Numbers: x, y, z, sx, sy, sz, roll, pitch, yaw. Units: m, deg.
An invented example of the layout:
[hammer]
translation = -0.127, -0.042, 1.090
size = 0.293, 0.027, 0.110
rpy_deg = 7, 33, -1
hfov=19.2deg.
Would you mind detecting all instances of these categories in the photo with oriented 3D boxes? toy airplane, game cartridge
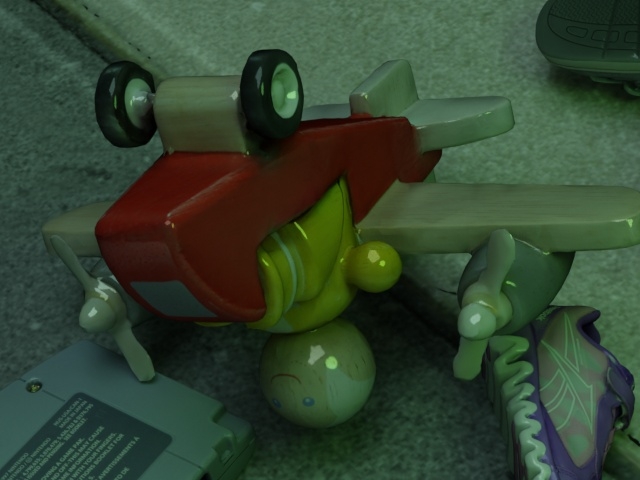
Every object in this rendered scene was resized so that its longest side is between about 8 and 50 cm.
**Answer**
[toy airplane]
translation = 0.000, 0.000, 1.403
size = 0.384, 0.272, 0.386
rpy_deg = -4, 3, -16
[game cartridge]
translation = -0.210, 0.204, 1.396
size = 0.198, 0.062, 0.297
rpy_deg = 19, 50, 32

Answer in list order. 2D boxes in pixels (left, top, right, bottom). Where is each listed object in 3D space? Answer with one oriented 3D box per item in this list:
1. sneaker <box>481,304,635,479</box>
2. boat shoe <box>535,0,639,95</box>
[sneaker]
translation = 0.182, 0.130, 1.365
size = 0.104, 0.095, 0.236
rpy_deg = -7, 47, -3
[boat shoe]
translation = 0.342, -0.168, 1.586
size = 0.320, 0.103, 0.118
rpy_deg = -4, 53, 16
